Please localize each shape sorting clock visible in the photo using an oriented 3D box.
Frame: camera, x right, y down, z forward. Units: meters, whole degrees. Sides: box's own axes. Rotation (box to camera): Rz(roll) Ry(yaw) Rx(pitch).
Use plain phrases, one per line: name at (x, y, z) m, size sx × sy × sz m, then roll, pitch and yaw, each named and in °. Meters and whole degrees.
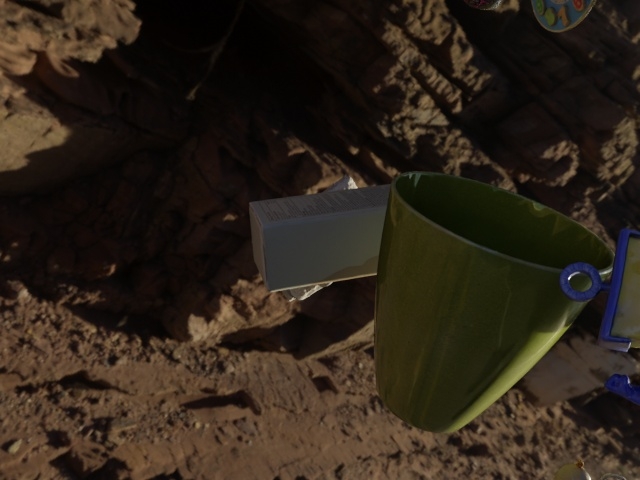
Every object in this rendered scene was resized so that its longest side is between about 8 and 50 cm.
shape sorting clock at (0.439, -0.486, 0.973) m, size 0.040 × 0.206 × 0.206 m, roll -3°, pitch 30°, yaw -10°

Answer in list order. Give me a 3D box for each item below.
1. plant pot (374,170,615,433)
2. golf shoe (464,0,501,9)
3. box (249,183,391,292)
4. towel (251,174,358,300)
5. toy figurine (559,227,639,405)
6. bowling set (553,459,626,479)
plant pot at (0.182, 0.096, 0.714) m, size 0.274 × 0.294 × 0.275 m, roll 13°, pitch 24°, yaw -6°
golf shoe at (0.276, -0.438, 0.912) m, size 0.086 × 0.067 × 0.186 m, roll 14°, pitch 41°, yaw -21°
box at (0.040, -0.014, 0.951) m, size 0.311 × 0.121 × 0.148 m, roll -8°, pitch 22°, yaw -12°
towel at (0.000, 0.000, 1.232) m, size 0.187 × 0.282 × 0.049 m, roll 57°, pitch -8°, yaw -22°
toy figurine at (0.319, 0.020, 0.458) m, size 0.217 × 0.363 × 0.191 m, roll 8°, pitch -11°, yaw 36°
bowling set at (0.296, 0.424, 0.641) m, size 0.154 × 0.287 × 0.200 m, roll 16°, pitch 26°, yaw 17°
